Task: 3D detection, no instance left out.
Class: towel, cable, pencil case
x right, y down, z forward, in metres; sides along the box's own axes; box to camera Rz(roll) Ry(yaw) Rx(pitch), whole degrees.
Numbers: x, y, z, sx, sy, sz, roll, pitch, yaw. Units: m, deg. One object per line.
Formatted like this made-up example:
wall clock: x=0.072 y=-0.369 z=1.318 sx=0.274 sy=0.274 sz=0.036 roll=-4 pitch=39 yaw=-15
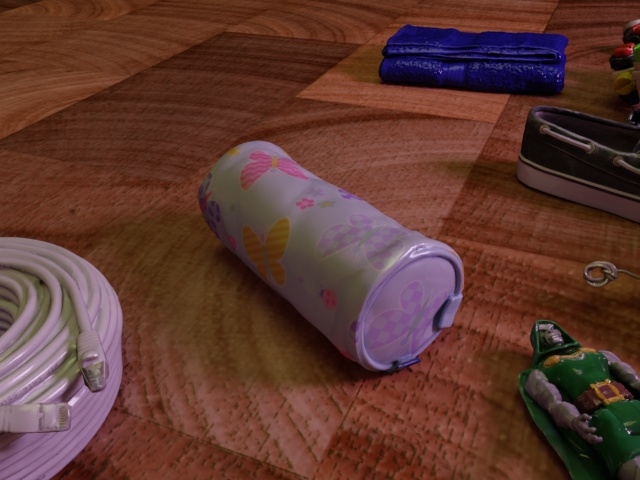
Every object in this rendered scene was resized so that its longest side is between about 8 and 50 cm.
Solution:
towel: x=0.275 y=-0.335 z=1.107 sx=0.309 sy=0.076 sz=0.227 roll=9 pitch=35 yaw=16
cable: x=-0.279 y=0.089 z=0.468 sx=0.257 sy=0.089 sz=0.257 roll=-9 pitch=33 yaw=-10
pencil case: x=0.000 y=0.000 z=0.569 sx=0.124 sy=0.113 sz=0.273 roll=-14 pitch=34 yaw=-36

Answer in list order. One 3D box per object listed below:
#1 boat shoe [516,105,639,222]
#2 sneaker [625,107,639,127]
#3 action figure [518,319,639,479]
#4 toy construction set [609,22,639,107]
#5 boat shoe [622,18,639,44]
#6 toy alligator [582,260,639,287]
boat shoe: x=0.373 y=-0.086 z=0.689 sx=0.306 sy=0.104 sz=0.113 roll=25 pitch=41 yaw=35
sneaker: x=0.430 y=-0.156 z=0.827 sx=0.038 sy=0.069 sz=0.098 roll=24 pitch=41 yaw=34
action figure: x=0.203 y=0.129 z=0.411 sx=0.137 sy=0.063 sz=0.232 roll=-12 pitch=31 yaw=-10
toy construction set: x=0.560 y=-0.269 z=0.923 sx=0.215 sy=0.151 sz=0.328 roll=-4 pitch=15 yaw=45
boat shoe: x=0.669 y=-0.362 z=1.165 sx=0.206 sy=0.075 sz=0.064 roll=8 pitch=77 yaw=5
toy alligator: x=0.328 y=0.038 z=0.555 sx=0.190 sy=0.056 sz=0.051 roll=4 pitch=-9 yaw=12
